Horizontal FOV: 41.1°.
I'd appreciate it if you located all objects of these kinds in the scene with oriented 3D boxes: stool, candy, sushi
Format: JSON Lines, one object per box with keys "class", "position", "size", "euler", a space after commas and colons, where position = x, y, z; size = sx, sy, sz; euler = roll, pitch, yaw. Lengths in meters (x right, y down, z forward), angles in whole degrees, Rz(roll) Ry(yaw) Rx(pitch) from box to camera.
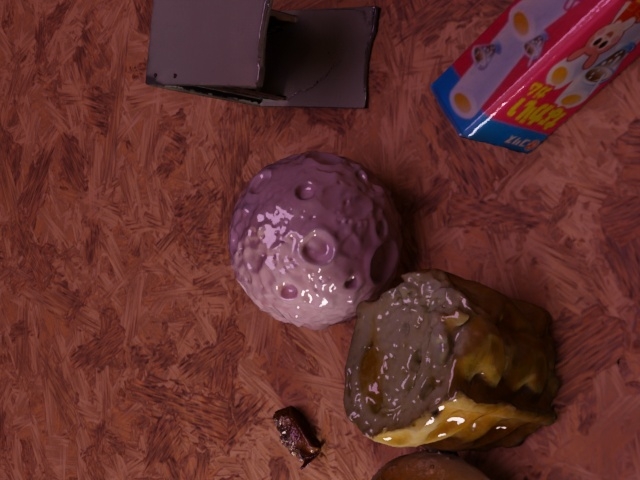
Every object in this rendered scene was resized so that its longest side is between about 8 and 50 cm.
{"class": "stool", "position": [-0.092, -0.303, 1.326], "size": [0.270, 0.244, 0.170], "euler": [11, 96, 42]}
{"class": "candy", "position": [0.296, -0.243, 1.033], "size": [0.306, 0.157, 0.100], "euler": [-46, 59, 32]}
{"class": "sushi", "position": [-0.041, 0.315, 1.389], "size": [0.055, 0.052, 0.120], "euler": [-45, 62, 14]}

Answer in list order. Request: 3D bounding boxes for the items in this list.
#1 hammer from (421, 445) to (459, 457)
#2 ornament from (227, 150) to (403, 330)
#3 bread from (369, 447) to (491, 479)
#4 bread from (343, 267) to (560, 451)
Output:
{"class": "hammer", "position": [0.128, 0.284, 1.250], "size": [0.199, 0.013, 0.062], "euler": [24, 144, 46]}
{"class": "ornament", "position": [0.000, 0.000, 1.230], "size": [0.225, 0.259, 0.259], "euler": [20, 102, 34]}
{"class": "bread", "position": [0.154, 0.429, 1.109], "size": [0.305, 0.159, 0.305], "euler": [25, 124, 44]}
{"class": "bread", "position": [0.171, 0.160, 1.079], "size": [0.196, 0.252, 0.238], "euler": [5, 87, 46]}
